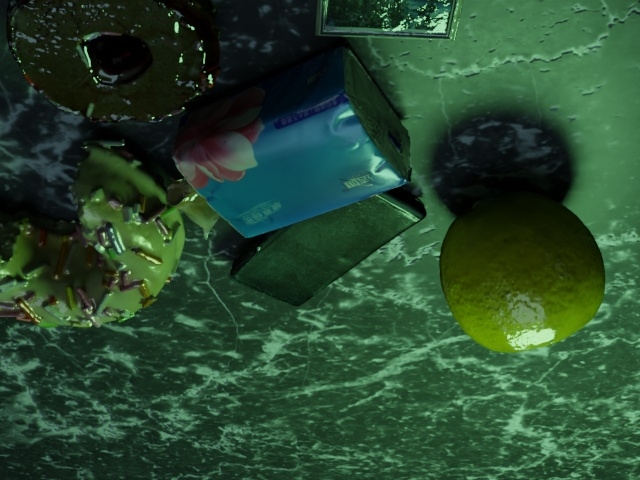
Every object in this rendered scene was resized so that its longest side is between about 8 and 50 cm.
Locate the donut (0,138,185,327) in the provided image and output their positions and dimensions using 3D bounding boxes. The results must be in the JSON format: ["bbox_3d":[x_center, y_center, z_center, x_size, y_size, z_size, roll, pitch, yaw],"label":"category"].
[{"bbox_3d":[-0.378,0.014,1.530,0.371,0.150,0.307,-18,138,20],"label":"donut"}]

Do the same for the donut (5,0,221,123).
[{"bbox_3d":[-0.249,-0.255,1.232,0.269,0.103,0.270,1,144,1],"label":"donut"}]

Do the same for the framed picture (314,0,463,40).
[{"bbox_3d":[0.087,-0.302,1.241,0.183,0.011,0.142,2,141,-2],"label":"framed picture"}]

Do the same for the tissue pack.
[{"bbox_3d":[-0.033,-0.120,1.370,0.269,0.137,0.209,-19,139,21],"label":"tissue pack"}]

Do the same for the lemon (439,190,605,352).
[{"bbox_3d":[0.290,0.032,1.495,0.240,0.240,0.219,-20,107,23],"label":"lemon"}]

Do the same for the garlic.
[{"bbox_3d":[-0.182,-0.069,1.486,0.084,0.066,0.152,-47,157,-3],"label":"garlic"}]

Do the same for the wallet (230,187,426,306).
[{"bbox_3d":[0.000,0.000,1.595,0.172,0.045,0.318,23,136,-30],"label":"wallet"}]
